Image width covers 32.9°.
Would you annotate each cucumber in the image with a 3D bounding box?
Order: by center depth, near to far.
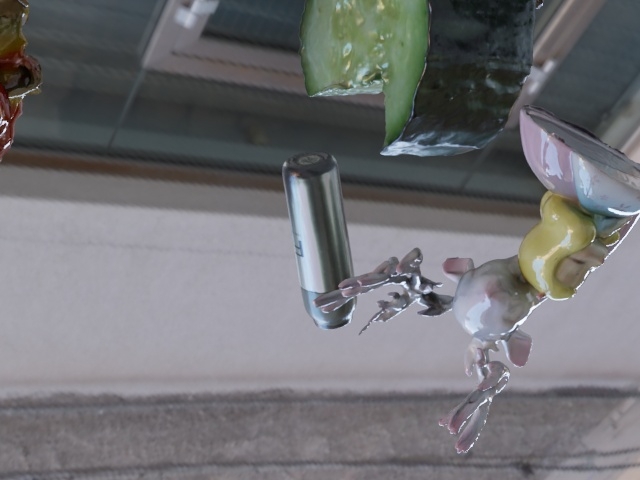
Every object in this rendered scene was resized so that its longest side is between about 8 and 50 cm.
[{"bbox_3d":[0.074,-0.175,0.910,0.130,0.191,0.191,4,-136,-43],"label":"cucumber"}]

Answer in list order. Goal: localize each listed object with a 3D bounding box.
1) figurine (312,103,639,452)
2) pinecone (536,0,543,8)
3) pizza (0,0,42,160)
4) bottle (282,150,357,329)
[{"bbox_3d":[0.174,0.027,1.106,0.206,0.316,0.284,37,-160,22],"label":"figurine"},{"bbox_3d":[0.177,-0.276,0.993,0.120,0.140,0.140,-28,-119,-17],"label":"pinecone"},{"bbox_3d":[-0.389,-0.088,1.066,0.130,0.406,0.440,35,-114,24],"label":"pizza"},{"bbox_3d":[0.000,0.000,1.512,0.079,0.254,0.096,-12,-155,-4],"label":"bottle"}]
